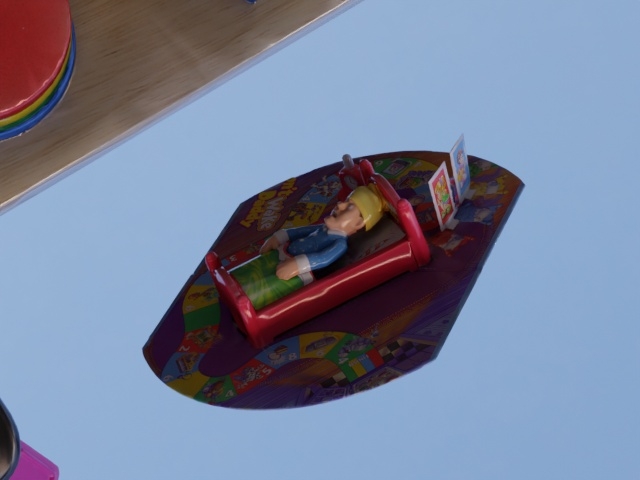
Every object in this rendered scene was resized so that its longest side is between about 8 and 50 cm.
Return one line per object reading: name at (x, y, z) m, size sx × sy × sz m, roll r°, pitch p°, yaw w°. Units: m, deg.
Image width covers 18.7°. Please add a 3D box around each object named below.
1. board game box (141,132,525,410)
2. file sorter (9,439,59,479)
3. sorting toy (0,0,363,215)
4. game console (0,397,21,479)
board game box at (0.000, 0.000, 0.770) m, size 0.133 × 0.033 × 0.169 m, roll -1°, pitch -144°, yaw 29°
file sorter at (-0.297, 0.228, 1.073) m, size 0.182 × 0.202 × 0.291 m, roll -6°, pitch -120°, yaw 25°
sorting toy at (-0.131, -0.174, 0.884) m, size 0.257 × 0.255 × 0.089 m, roll -32°, pitch 178°, yaw -9°
game console at (-0.325, 0.062, 0.846) m, size 0.173 × 0.293 × 0.250 m, roll -24°, pitch -169°, yaw 42°
